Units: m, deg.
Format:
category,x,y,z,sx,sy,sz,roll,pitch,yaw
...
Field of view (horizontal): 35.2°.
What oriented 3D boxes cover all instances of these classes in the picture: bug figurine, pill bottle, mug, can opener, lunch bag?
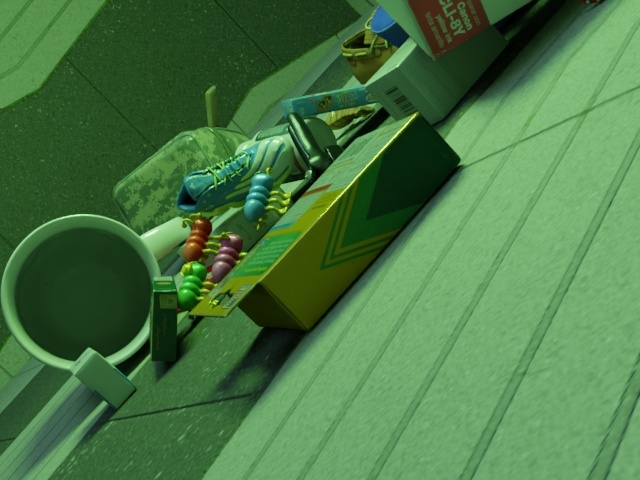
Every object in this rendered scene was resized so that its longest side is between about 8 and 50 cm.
category,x,y,z,sx,sy,sz,roll,pitch,yaw
bug figurine,-0.162,0.005,1.642,0.279,0.072,0.216,-32,36,45
pill bottle,-0.067,-0.158,1.846,0.180,0.108,0.108,-8,34,42
mug,-0.402,0.078,1.901,0.374,0.276,0.328,-38,2,-13
can opener,-0.014,-0.149,1.692,0.073,0.059,0.186,-14,42,-23
lunch bag,-0.283,-0.124,2.354,0.305,0.212,0.256,-35,-3,27

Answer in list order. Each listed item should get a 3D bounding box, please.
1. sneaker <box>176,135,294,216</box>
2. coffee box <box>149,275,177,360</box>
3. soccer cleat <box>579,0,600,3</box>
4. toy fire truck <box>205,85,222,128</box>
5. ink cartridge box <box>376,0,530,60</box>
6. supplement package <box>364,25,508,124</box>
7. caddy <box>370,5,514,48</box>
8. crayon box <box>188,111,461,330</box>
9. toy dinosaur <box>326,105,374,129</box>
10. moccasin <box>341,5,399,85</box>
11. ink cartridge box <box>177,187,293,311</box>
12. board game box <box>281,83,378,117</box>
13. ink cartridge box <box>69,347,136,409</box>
category,x,y,z,sx,sy,sz,roll,pitch,yaw
sneaker,-0.155,-0.100,1.740,0.240,0.091,0.126,-33,-10,34
coffee box,-0.250,0.120,1.597,0.184,0.040,0.113,-151,63,-78
soccer cleat,0.359,-0.322,1.255,0.083,0.029,0.035,-32,7,35
toy fire truck,-0.259,-0.255,2.648,0.158,0.246,0.217,-40,11,21
ink cartridge box,0.246,-0.457,1.408,0.385,0.160,0.279,-31,35,3
supplement package,0.171,-0.259,1.486,0.179,0.105,0.105,-48,12,-24
caddy,0.240,-0.434,1.724,0.341,0.179,0.241,-25,44,59
crayon box,0.000,0.000,1.196,0.323,0.083,0.203,-46,11,-15
toy dinosaur,0.029,-0.242,2.049,0.211,0.064,0.112,-33,17,46
moccasin,0.150,-0.446,2.147,0.139,0.147,0.380,-47,11,-14
ink cartridge box,-0.203,0.021,1.900,0.261,0.066,0.296,-48,12,-24
board game box,0.042,-0.261,1.857,0.211,0.039,0.160,-12,8,-6
ink cartridge box,-0.351,0.220,1.620,0.052,0.088,0.122,-49,11,-12
